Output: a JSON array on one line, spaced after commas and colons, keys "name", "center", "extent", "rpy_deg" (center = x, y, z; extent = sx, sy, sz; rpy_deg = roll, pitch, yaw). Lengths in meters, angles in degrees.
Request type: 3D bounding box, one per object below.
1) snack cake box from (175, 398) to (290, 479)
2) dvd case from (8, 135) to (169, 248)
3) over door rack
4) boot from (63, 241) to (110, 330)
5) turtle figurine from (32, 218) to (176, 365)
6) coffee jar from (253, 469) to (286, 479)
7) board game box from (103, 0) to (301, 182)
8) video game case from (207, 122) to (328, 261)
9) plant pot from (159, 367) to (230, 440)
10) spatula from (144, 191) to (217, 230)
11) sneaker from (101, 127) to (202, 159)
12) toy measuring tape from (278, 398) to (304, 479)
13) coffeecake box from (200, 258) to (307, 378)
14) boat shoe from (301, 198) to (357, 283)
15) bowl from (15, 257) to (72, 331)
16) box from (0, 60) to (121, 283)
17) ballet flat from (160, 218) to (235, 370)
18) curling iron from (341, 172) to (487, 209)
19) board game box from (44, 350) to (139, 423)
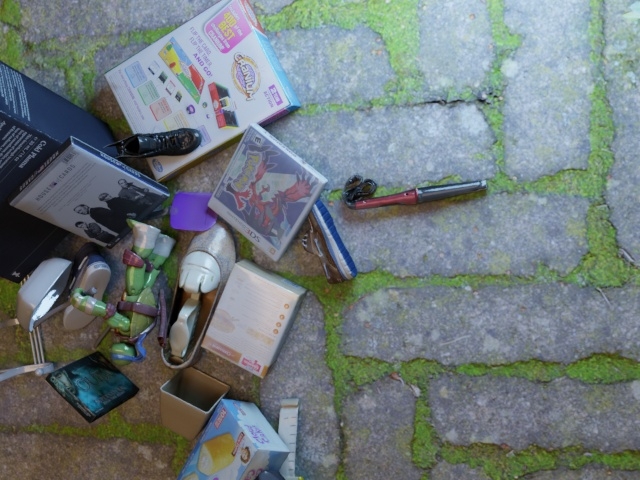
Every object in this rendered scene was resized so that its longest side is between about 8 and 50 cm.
[{"name": "snack cake box", "center": [-0.188, 0.466, 1.615], "extent": [0.152, 0.089, 0.264], "rpy_deg": [43, 108, 45]}, {"name": "dvd case", "center": [-0.430, -0.083, 1.543], "extent": [0.179, 0.238, 0.030], "rpy_deg": [-38, 50, 18]}, {"name": "over door rack", "center": [-0.744, 0.189, 1.756], "extent": [0.324, 0.108, 0.240], "rpy_deg": [-7, 94, 16]}, {"name": "boot", "center": [-0.492, 0.096, 1.707], "extent": [0.190, 0.069, 0.086], "rpy_deg": [-55, 48, 27]}, {"name": "turtle figurine", "center": [-0.405, 0.093, 1.600], "extent": [0.274, 0.197, 0.266], "rpy_deg": [9, 76, 47]}, {"name": "coffee jar", "center": [-0.116, 0.523, 1.532], "extent": [0.096, 0.079, 0.184], "rpy_deg": [42, 105, 42]}, {"name": "board game box", "center": [-0.230, -0.290, 1.581], "extent": [0.316, 0.064, 0.242], "rpy_deg": [-26, 90, 16]}, {"name": "video game case", "center": [-0.104, -0.089, 1.545], "extent": [0.183, 0.023, 0.201], "rpy_deg": [39, 119, 12]}, {"name": "plant pot", "center": [-0.261, 0.333, 1.651], "extent": [0.109, 0.109, 0.096], "rpy_deg": [24, 116, 11]}, {"name": "spatula", "center": [-0.345, -0.052, 1.654], "extent": [0.296, 0.030, 0.084], "rpy_deg": [-3, 67, 20]}, {"name": "sneaker", "center": [-0.315, -0.178, 1.537], "extent": [0.170, 0.089, 0.051], "rpy_deg": [-7, 95, 16]}, {"name": "toy measuring tape", "center": [-0.053, 0.485, 1.629], "extent": [0.121, 0.121, 0.330], "rpy_deg": [-4, 73, 15]}, {"name": "coffeecake box", "center": [-0.130, 0.152, 1.607], "extent": [0.142, 0.068, 0.186], "rpy_deg": [26, 102, 10]}, {"name": "boat shoe", "center": [0.000, 0.000, 1.555], "extent": [0.066, 0.066, 0.183], "rpy_deg": [-26, 90, 18]}, {"name": "bowl", "center": [-0.567, 0.104, 1.659], "extent": [0.053, 0.142, 0.142], "rpy_deg": [31, 144, -4]}, {"name": "box", "center": [-0.613, -0.128, 1.557], "extent": [0.343, 0.312, 0.179], "rpy_deg": [-41, 49, 16]}, {"name": "ballet flat", "center": [-0.244, 0.115, 1.613], "extent": [0.107, 0.106, 0.316], "rpy_deg": [16, 100, 9]}, {"name": "curling iron", "center": [0.168, -0.094, 1.514], "extent": [0.274, 0.035, 0.068], "rpy_deg": [-1, 97, 15]}, {"name": "board game box", "center": [-0.456, 0.290, 1.649], "extent": [0.126, 0.186, 0.026], "rpy_deg": [41, 103, 6]}]
